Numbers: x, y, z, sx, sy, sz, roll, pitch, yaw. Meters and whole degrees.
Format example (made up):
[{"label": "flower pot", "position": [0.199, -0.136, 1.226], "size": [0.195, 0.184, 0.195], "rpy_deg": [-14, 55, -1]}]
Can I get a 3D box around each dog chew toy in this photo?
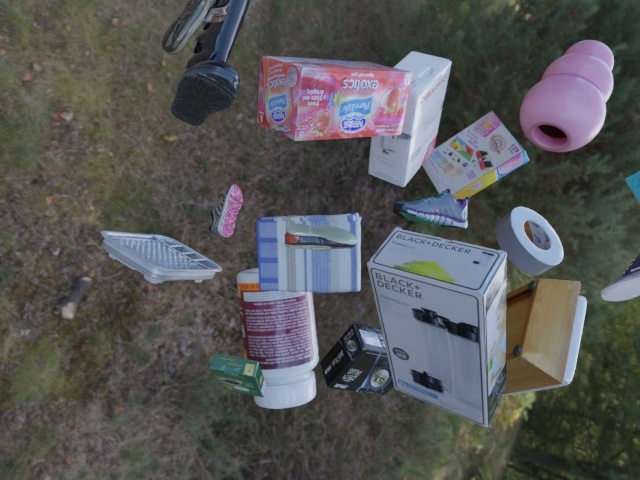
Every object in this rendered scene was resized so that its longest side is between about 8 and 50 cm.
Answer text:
[{"label": "dog chew toy", "position": [0.673, -0.398, 1.343], "size": [0.331, 0.207, 0.206], "rpy_deg": [-57, 150, -17]}]

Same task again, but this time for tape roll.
[{"label": "tape roll", "position": [0.668, 0.000, 1.614], "size": [0.072, 0.219, 0.219], "rpy_deg": [-47, -176, 46]}]

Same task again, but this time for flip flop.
[{"label": "flip flop", "position": [-0.279, -0.558, 1.239], "size": [0.080, 0.112, 0.277], "rpy_deg": [38, 85, -41]}]

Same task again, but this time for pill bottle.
[{"label": "pill bottle", "position": [-0.123, 0.278, 1.509], "size": [0.224, 0.224, 0.391], "rpy_deg": [-9, 95, -64]}]

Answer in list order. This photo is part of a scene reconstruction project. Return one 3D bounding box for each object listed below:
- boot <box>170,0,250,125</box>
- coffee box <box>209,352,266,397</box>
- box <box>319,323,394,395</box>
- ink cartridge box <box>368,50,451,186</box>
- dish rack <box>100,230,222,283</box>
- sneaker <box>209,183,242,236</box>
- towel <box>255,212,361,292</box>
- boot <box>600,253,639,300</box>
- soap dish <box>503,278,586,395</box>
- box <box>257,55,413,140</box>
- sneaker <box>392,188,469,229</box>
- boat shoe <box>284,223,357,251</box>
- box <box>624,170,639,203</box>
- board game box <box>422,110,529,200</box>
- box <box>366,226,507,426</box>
[{"label": "boot", "position": [-0.281, -0.592, 1.481], "size": [0.146, 0.367, 0.444], "rpy_deg": [29, 72, -30]}, {"label": "coffee box", "position": [-0.197, 0.333, 1.237], "size": [0.184, 0.113, 0.040], "rpy_deg": [86, 15, -58]}, {"label": "box", "position": [0.116, 0.285, 1.191], "size": [0.180, 0.077, 0.147], "rpy_deg": [19, 122, -32]}, {"label": "ink cartridge box", "position": [0.230, -0.318, 1.324], "size": [0.207, 0.117, 0.282], "rpy_deg": [-48, 152, -36]}, {"label": "dish rack", "position": [-0.507, 0.061, 1.604], "size": [0.072, 0.286, 0.333], "rpy_deg": [-65, 158, 6]}, {"label": "sneaker", "position": [-0.279, -0.087, 1.458], "size": [0.063, 0.075, 0.170], "rpy_deg": [42, 52, -51]}, {"label": "towel", "position": [-0.031, 0.034, 1.340], "size": [0.034, 0.285, 0.209], "rpy_deg": [-19, 108, -77]}, {"label": "boot", "position": [0.832, 0.091, 1.332], "size": [0.069, 0.190, 0.086], "rpy_deg": [40, 38, -29]}, {"label": "soap dish", "position": [0.442, 0.219, 1.126], "size": [0.228, 0.118, 0.291], "rpy_deg": [-65, -177, -26]}, {"label": "box", "position": [0.031, -0.306, 1.077], "size": [0.300, 0.154, 0.142], "rpy_deg": [-12, 122, -36]}, {"label": "sneaker", "position": [0.285, -0.092, 1.295], "size": [0.224, 0.083, 0.098], "rpy_deg": [11, 88, -27]}, {"label": "boat shoe", "position": [0.000, 0.000, 0.949], "size": [0.049, 0.137, 0.043], "rpy_deg": [-91, -171, -58]}, {"label": "box", "position": [0.813, -0.058, 1.176], "size": [0.101, 0.060, 0.244], "rpy_deg": [-15, 74, -48]}, {"label": "board game box", "position": [0.545, -0.292, 1.827], "size": [0.064, 0.317, 0.242], "rpy_deg": [39, 25, -46]}, {"label": "box", "position": [0.180, 0.131, 0.747], "size": [0.087, 0.169, 0.289], "rpy_deg": [-46, 137, -35]}]
